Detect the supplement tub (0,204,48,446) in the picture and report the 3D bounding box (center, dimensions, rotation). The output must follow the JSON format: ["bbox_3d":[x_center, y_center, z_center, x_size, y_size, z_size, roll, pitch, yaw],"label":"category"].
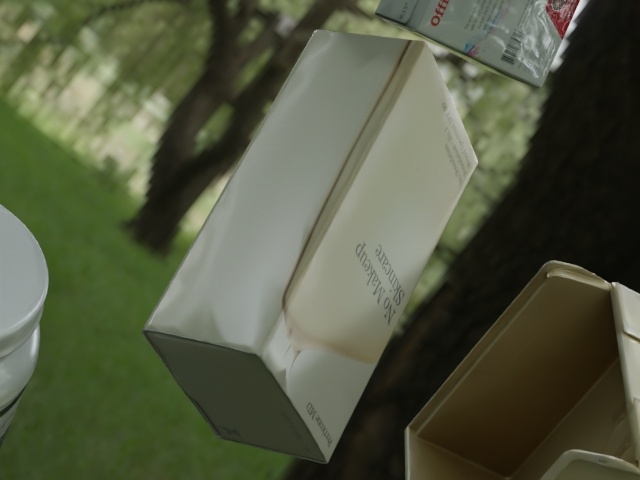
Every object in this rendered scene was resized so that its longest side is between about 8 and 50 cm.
[{"bbox_3d":[-0.319,0.105,1.422,0.191,0.272,0.191,16,39,-14],"label":"supplement tub"}]

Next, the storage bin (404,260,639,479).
[{"bbox_3d":[0.194,0.193,1.687,0.123,0.260,0.262,27,32,-15],"label":"storage bin"}]

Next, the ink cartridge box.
[{"bbox_3d":[0.178,-0.269,2.162,0.176,0.128,0.127,23,5,-26],"label":"ink cartridge box"}]

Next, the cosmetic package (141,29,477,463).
[{"bbox_3d":[0.000,0.000,1.514,0.113,0.309,0.160,9,-32,31],"label":"cosmetic package"}]
